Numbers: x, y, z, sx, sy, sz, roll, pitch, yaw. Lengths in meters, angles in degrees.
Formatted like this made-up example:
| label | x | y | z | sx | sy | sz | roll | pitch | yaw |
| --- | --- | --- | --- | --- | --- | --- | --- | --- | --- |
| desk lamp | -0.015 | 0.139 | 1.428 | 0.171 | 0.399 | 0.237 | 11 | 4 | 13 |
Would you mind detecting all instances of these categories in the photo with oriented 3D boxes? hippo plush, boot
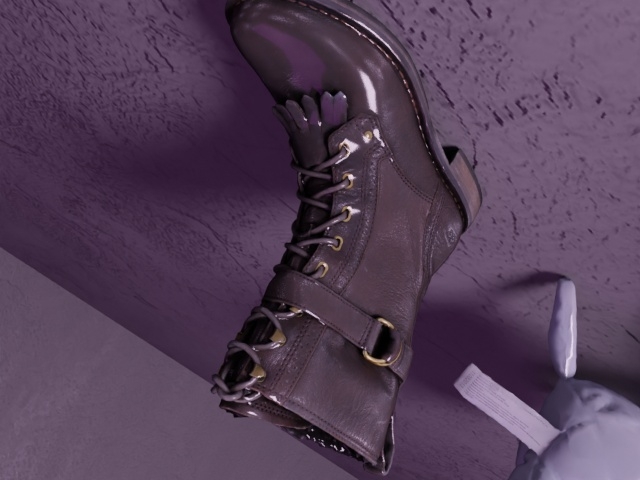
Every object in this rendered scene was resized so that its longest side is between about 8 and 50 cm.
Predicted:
| label | x | y | z | sx | sy | sz | roll | pitch | yaw |
| --- | --- | --- | --- | --- | --- | --- | --- | --- | --- |
| hippo plush | 0.223 | 0.239 | 0.515 | 0.294 | 0.234 | 0.236 | 47 | 174 | 20 |
| boot | 0.000 | 0.000 | 0.361 | 0.263 | 0.229 | 0.091 | 43 | 152 | -26 |
